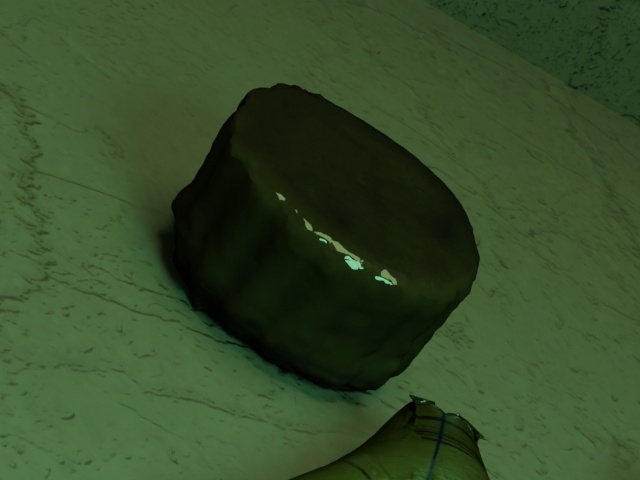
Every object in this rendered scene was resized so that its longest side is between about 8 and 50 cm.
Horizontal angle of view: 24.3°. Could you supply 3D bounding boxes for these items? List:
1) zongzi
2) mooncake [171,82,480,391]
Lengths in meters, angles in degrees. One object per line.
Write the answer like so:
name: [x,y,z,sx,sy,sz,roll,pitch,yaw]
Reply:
zongzi: [0.026,0.207,1.324,0.289,0.123,0.260,24,22,-17]
mooncake: [0.002,0.000,1.574,0.324,0.187,0.324,28,28,-16]
